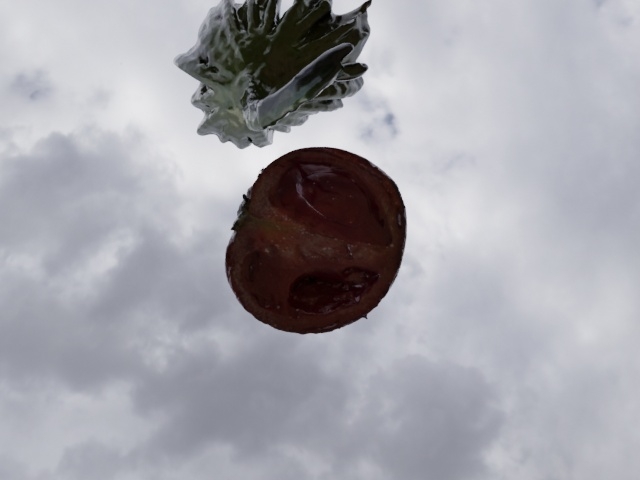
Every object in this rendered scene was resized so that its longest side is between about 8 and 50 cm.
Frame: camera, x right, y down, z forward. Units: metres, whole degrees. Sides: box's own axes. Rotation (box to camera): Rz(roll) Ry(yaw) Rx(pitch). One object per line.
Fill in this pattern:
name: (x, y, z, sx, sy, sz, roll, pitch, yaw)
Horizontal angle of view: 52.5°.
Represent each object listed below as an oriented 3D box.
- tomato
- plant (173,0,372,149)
tomato: (0.000, 0.000, 0.676, 0.173, 0.099, 0.189, 23, -85, 6)
plant: (-0.074, -0.174, 0.638, 0.251, 0.333, 0.180, -36, -83, 20)
